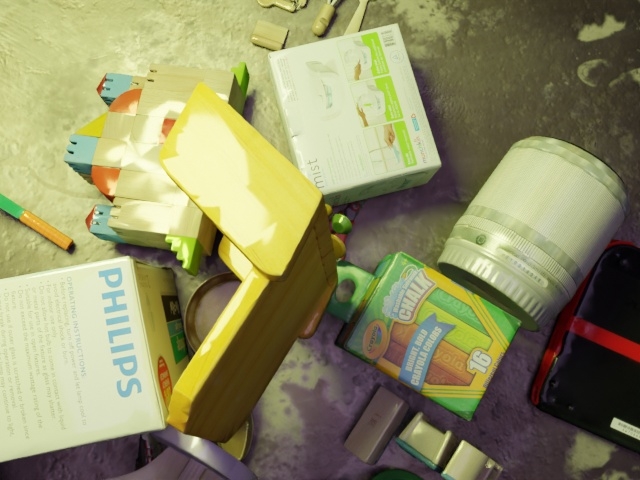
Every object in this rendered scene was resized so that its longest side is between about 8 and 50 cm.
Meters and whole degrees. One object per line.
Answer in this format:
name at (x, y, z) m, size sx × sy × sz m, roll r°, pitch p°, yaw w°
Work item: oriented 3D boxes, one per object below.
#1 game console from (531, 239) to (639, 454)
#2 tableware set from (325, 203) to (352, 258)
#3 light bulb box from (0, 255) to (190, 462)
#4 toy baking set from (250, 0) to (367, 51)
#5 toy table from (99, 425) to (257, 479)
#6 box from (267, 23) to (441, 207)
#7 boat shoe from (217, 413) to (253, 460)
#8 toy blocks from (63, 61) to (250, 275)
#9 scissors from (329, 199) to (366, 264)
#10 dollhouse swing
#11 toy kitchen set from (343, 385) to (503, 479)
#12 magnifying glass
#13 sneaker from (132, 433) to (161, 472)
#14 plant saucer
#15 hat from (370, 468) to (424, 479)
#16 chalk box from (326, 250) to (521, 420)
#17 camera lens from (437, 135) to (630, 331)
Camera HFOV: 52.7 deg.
game console at (0.605, 0.210, 1.152) m, size 0.387 × 0.060 × 0.342 m, roll 24°, pitch 87°, yaw -1°
tableware set at (0.000, 0.000, 1.072) m, size 0.104 × 0.154 × 0.024 m, roll 32°, pitch 47°, yaw 16°
light bulb box at (-0.395, 0.170, 0.931) m, size 0.361 × 0.358 × 0.225 m, roll -11°, pitch 86°, yaw -6°
toy baking set at (-0.005, -0.415, 1.184) m, size 0.256 × 0.030 × 0.196 m, roll -7°, pitch 84°, yaw -4°
toy table at (-0.204, 0.376, 0.943) m, size 0.252 × 0.274 × 0.161 m, roll 25°, pitch 64°, yaw 15°
box at (0.052, -0.206, 1.108) m, size 0.231 × 0.127 × 0.262 m, roll -15°, pitch 81°, yaw -4°
boat shoe at (-0.147, 0.282, 1.064) m, size 0.068 × 0.072 × 0.190 m, roll -4°, pitch 98°, yaw -4°
toy blocks at (-0.286, -0.141, 1.063) m, size 0.261 × 0.191 × 0.381 m, roll 8°, pitch 74°, yaw 6°
scissors at (0.057, -0.039, 1.156) m, size 0.297 × 0.021 × 0.109 m, roll -40°, pitch 85°, yaw -8°
dollhouse swing at (-0.147, 0.052, 0.889) m, size 0.305 × 0.347 × 0.315 m, roll -43°, pitch 73°, yaw -10°
toy kitchen set at (0.178, 0.369, 1.098) m, size 0.207 × 0.166 × 0.122 m, roll 29°, pitch 80°, yaw 36°
magnifying glass at (-0.524, -0.056, 1.091) m, size 0.231 × 0.092 × 0.026 m, roll 33°, pitch 80°, yaw -10°
sneaker at (-0.298, 0.394, 1.065) m, size 0.065 × 0.061 × 0.157 m, roll -5°, pitch 83°, yaw 3°
plant saucer at (-0.149, 0.138, 1.116) m, size 0.168 × 0.029 × 0.168 m, roll 0°, pitch 85°, yaw -4°
hat at (0.101, 0.521, 1.094) m, size 0.173 × 0.183 × 0.208 m, roll 36°, pitch 40°, yaw 5°
chalk box at (0.138, 0.136, 1.060) m, size 0.289 × 0.179 × 0.180 m, roll 29°, pitch 82°, yaw 0°
camera lens at (0.352, -0.016, 1.069) m, size 0.219 × 0.219 × 0.274 m, roll 37°, pitch 83°, yaw 1°
